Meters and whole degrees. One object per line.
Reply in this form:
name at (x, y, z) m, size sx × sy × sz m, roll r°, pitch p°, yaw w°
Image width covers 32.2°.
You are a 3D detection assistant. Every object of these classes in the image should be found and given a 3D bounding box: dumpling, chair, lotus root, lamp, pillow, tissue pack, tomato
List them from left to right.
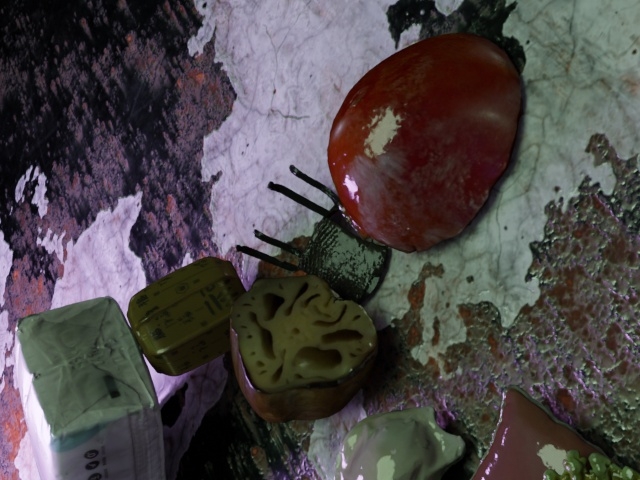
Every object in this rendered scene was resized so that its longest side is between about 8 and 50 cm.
tissue pack at (-0.368, 0.309, 1.789) m, size 0.266 × 0.194 × 0.356 m, roll -122°, pitch 26°, yaw -42°
lamp at (-0.200, 0.119, 1.738) m, size 0.185 × 0.161 × 0.161 m, roll -26°, pitch 48°, yaw -7°
lotus root at (-0.022, 0.170, 1.555) m, size 0.180 × 0.199 × 0.188 m, roll 86°, pitch 174°, yaw -51°
chair at (0.000, 0.000, 1.625) m, size 0.213 × 0.149 × 0.174 m, roll 31°, pitch 105°, yaw 6°
dumpling at (0.090, 0.284, 1.414) m, size 0.199 × 0.118 × 0.136 m, roll -34°, pitch 54°, yaw 13°
tomato at (0.110, -0.146, 1.464) m, size 0.309 × 0.170 × 0.308 m, roll -17°, pitch 68°, yaw 48°
pillow at (0.243, 0.279, 1.252) m, size 0.171 × 0.075 × 0.179 m, roll 39°, pitch 112°, yaw 43°

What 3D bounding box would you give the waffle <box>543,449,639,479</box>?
waffle at (0.297, 0.314, 1.151) m, size 0.184 × 0.036 × 0.169 m, roll 27°, pitch 105°, yaw 19°
